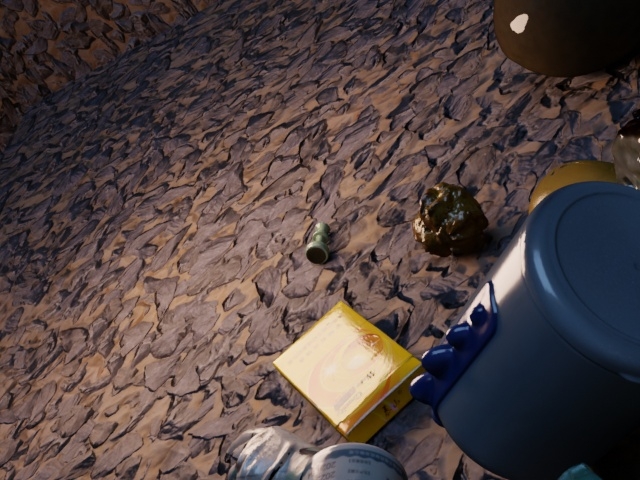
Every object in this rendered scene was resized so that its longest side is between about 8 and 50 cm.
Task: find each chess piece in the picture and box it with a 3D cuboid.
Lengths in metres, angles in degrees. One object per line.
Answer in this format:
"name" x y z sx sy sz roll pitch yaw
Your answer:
"chess piece" 0.000 0.000 2.087 0.042 0.042 0.093 -25 25 24

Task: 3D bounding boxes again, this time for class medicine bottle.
"medicine bottle" 0.035 0.367 1.422 0.139 0.139 0.237 -25 30 23

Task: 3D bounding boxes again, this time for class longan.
"longan" 0.425 -0.394 1.960 0.300 0.243 0.300 -14 1 0

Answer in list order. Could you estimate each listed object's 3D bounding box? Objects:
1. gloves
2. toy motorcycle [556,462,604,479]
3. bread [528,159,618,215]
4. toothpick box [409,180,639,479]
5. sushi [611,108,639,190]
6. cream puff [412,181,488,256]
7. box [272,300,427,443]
"gloves" -0.073 0.311 1.665 0.212 0.111 0.128 8 58 43
"toy motorcycle" 0.299 0.330 1.115 0.109 0.198 0.296 -39 27 9
"bread" 0.381 -0.048 1.660 0.147 0.098 0.217 -50 29 -12
"toothpick box" 0.251 0.123 1.326 0.355 0.263 0.263 118 177 -50
"sushi" 0.517 -0.080 1.357 0.294 0.281 0.299 -31 22 3
"cream puff" 0.192 -0.027 1.827 0.094 0.116 0.122 -36 11 -20
"box" 0.041 0.191 1.764 0.152 0.043 0.269 -43 28 -8
